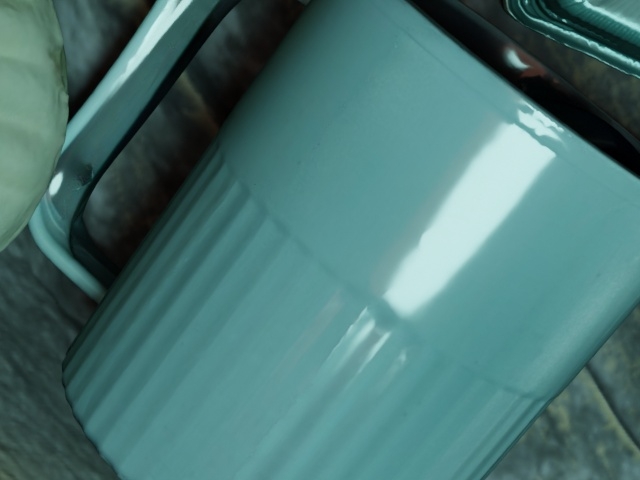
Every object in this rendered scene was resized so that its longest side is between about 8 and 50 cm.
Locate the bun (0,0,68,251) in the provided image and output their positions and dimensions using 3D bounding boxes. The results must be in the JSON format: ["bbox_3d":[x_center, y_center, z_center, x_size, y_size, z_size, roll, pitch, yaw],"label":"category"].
[{"bbox_3d":[-0.290,-0.089,1.156,0.263,0.175,0.263,1,94,16],"label":"bun"}]

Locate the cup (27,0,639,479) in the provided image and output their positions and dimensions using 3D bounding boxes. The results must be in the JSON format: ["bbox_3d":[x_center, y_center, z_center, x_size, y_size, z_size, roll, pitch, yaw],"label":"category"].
[{"bbox_3d":[0.002,0.007,1.155,0.331,0.257,0.311,35,102,-8],"label":"cup"}]

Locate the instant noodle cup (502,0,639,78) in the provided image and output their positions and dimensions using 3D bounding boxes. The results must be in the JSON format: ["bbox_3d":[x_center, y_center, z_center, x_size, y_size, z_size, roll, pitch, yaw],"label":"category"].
[{"bbox_3d":[0.219,-0.170,1.208,0.179,0.070,0.157,25,100,-3],"label":"instant noodle cup"}]
